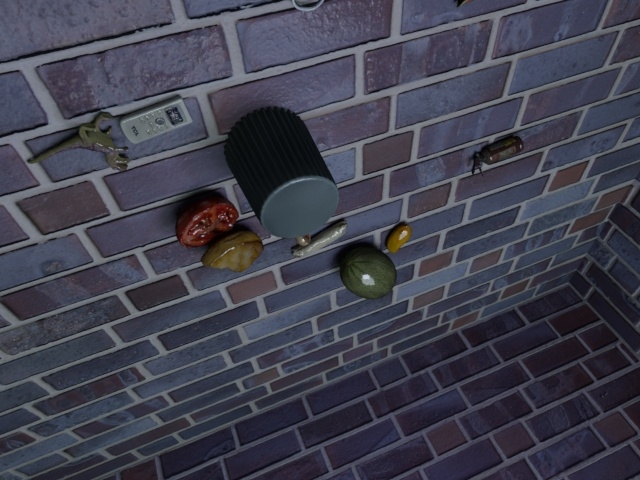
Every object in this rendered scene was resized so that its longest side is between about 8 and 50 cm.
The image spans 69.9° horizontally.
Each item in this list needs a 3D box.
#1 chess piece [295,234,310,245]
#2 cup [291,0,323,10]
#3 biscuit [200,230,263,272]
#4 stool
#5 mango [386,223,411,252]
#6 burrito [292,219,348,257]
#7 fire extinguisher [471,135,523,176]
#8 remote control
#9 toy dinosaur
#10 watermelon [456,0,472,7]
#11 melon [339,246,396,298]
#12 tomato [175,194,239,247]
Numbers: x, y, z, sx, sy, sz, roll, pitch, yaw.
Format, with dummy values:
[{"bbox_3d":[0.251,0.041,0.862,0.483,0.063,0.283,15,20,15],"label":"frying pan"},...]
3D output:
[{"bbox_3d":[-0.074,-0.019,1.875,0.038,0.083,0.084,-22,146,22],"label":"chess piece"},{"bbox_3d":[-0.022,-0.665,1.172,0.133,0.136,0.099,-10,96,-23],"label":"cup"},{"bbox_3d":[-0.324,0.042,1.750,0.213,0.091,0.274,-36,161,1],"label":"biscuit"},{"bbox_3d":[-0.116,-0.203,1.436,0.297,0.330,0.297,-18,142,-15],"label":"stool"},{"bbox_3d":[0.368,-0.008,2.172,0.098,0.075,0.190,0,141,-24],"label":"mango"},{"bbox_3d":[0.000,0.000,1.963,0.275,0.059,0.082,-29,157,1],"label":"burrito"},{"bbox_3d":[0.756,-0.361,1.975,0.252,0.106,0.075,-23,162,-8],"label":"fire extinguisher"},{"bbox_3d":[-0.469,-0.341,1.304,0.190,0.029,0.087,-22,142,-7],"label":"remote control"},{"bbox_3d":[-0.650,-0.260,1.258,0.251,0.072,0.200,-8,149,-39],"label":"toy dinosaur"},{"bbox_3d":[0.517,-0.791,1.381,0.245,0.063,0.119,-30,161,-6],"label":"watermelon"},{"bbox_3d":[0.220,0.149,2.125,0.237,0.237,0.302,-44,139,19],"label":"melon"},{"bbox_3d":[-0.405,-0.074,1.598,0.228,0.101,0.228,-30,153,-17],"label":"tomato"}]
